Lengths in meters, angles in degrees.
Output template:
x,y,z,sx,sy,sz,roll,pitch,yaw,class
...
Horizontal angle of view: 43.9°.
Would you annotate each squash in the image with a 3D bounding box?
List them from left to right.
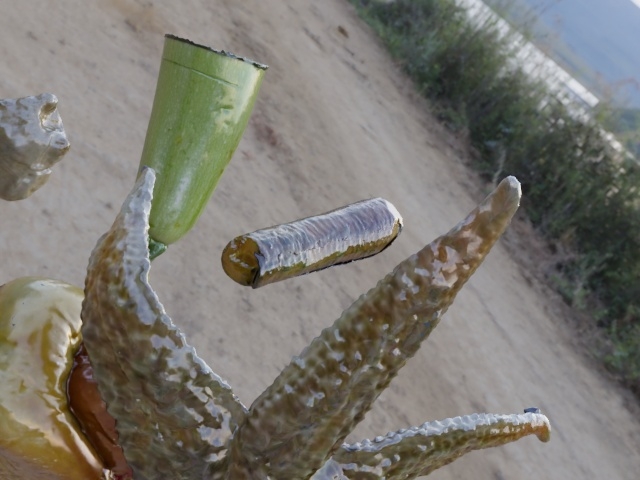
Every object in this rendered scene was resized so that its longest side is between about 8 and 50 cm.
x,y,z,sx,sy,sz,roll,pitch,yaw,class
-0.130,-0.069,0.705,0.094,0.224,0.094,23,6,-3,squash

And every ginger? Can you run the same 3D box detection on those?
x,y,z,sx,sy,sz,roll,pitch,yaw,class
-0.248,-0.059,0.520,0.173,0.069,0.051,-3,17,-1,ginger

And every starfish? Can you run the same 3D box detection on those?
x,y,z,sx,sy,sz,roll,pitch,yaw,class
-0.024,0.133,0.572,0.132,0.384,0.398,-118,-174,-63,starfish

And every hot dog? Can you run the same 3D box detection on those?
x,y,z,sx,sy,sz,roll,pitch,yaw,class
-0.199,0.134,0.621,0.153,0.256,0.150,22,57,-14,hot dog

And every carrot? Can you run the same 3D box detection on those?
x,y,z,sx,sy,sz,roll,pitch,yaw,class
0.000,0.000,0.879,0.260,0.070,0.070,-15,57,-49,carrot
